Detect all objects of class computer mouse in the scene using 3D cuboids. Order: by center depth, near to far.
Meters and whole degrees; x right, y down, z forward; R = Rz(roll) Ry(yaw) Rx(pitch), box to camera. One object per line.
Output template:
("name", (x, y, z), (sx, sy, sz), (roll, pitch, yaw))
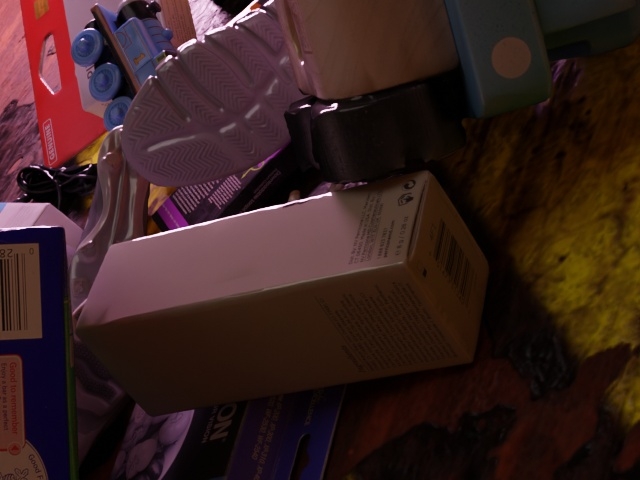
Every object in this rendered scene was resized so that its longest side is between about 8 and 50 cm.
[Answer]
("computer mouse", (-0.360, 0.006, 1.683), (0.184, 0.060, 0.262), (5, 58, 55))

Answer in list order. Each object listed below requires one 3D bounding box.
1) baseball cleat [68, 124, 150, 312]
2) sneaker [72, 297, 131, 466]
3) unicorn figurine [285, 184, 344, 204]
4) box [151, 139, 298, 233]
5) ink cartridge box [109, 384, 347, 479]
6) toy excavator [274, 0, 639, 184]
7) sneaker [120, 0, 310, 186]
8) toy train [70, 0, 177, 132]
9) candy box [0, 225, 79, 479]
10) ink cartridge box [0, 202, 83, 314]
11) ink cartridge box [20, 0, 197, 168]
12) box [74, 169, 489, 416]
("baseball cleat", (-0.197, -0.007, 1.482), (0.109, 0.072, 0.206), (97, -175, -73))
("sneaker", (-0.219, 0.149, 1.312), (0.281, 0.105, 0.115), (-44, -5, 16))
("unicorn figurine", (0.000, 0.000, 1.211), (0.162, 0.060, 0.111), (-40, 25, 49))
("box", (-0.082, -0.054, 1.409), (0.162, 0.029, 0.116), (-48, 29, 3))
("ink cartridge box", (-0.081, 0.173, 1.113), (0.208, 0.045, 0.206), (-22, 37, 37))
("toy excavator", (0.183, -0.205, 1.039), (0.445, 0.222, 0.433), (-18, 9, -5))
("sneaker", (-0.039, -0.167, 1.381), (0.321, 0.124, 0.180), (-37, 8, 3))
("toy train", (-0.189, -0.178, 1.593), (0.105, 0.080, 0.184), (-36, 62, 15))
("candy box", (-0.236, 0.128, 1.077), (0.317, 0.122, 0.268), (175, 93, -78))
("ink cartridge box", (-0.289, 0.023, 1.532), (0.143, 0.092, 0.090), (2, 57, 56))
("ink cartridge box", (-0.274, -0.263, 1.775), (0.261, 0.066, 0.296), (-31, 56, 27))
("box", (-0.028, 0.043, 1.072), (0.275, 0.113, 0.094), (-11, 42, 28))
